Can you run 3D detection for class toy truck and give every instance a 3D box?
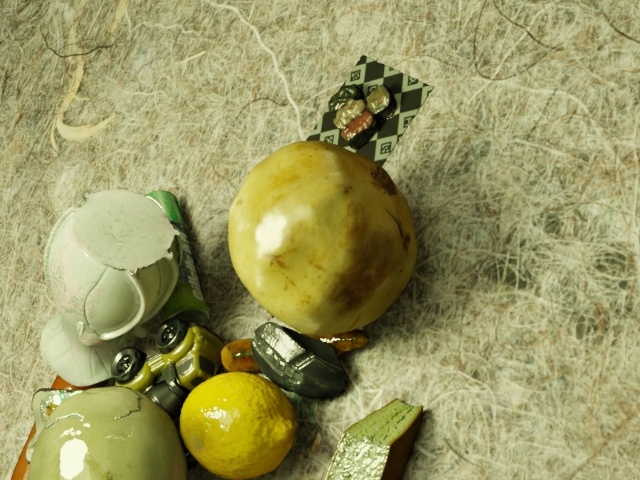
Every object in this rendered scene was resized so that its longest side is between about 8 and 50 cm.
[{"bbox_3d":[-0.282,0.266,1.917,0.224,0.147,0.165,-36,42,15],"label":"toy truck"}]

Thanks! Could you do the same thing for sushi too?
[{"bbox_3d":[0.074,-0.248,1.975,0.219,0.047,0.231,34,91,44],"label":"sushi"}]

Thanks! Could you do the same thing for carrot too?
[{"bbox_3d":[-0.044,0.196,1.837,0.314,0.066,0.066,-12,61,30],"label":"carrot"}]

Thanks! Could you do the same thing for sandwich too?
[{"bbox_3d":[0.079,0.371,1.625,0.094,0.096,0.258,16,81,37],"label":"sandwich"}]

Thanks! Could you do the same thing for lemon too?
[{"bbox_3d":[-0.145,0.321,1.763,0.256,0.188,0.188,-4,65,45],"label":"lemon"}]

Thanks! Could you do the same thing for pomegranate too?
[{"bbox_3d":[0.000,0.000,1.727,0.332,0.332,0.333,-18,58,31],"label":"pomegranate"}]

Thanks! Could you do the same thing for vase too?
[{"bbox_3d":[-0.424,0.102,1.964,0.445,0.249,0.250,119,147,-48],"label":"vase"}]

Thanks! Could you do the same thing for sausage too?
[{"bbox_3d":[-0.556,0.397,2.117,0.097,0.094,0.349,9,74,42],"label":"sausage"}]

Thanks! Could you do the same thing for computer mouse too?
[{"bbox_3d":[-0.044,0.217,1.770,0.192,0.062,0.106,28,118,14],"label":"computer mouse"}]

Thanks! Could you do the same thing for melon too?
[{"bbox_3d":[-0.362,0.405,1.743,0.268,0.268,0.330,-25,56,27],"label":"melon"}]

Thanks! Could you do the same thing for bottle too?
[{"bbox_3d":[-0.309,0.040,2.103,0.093,0.093,0.330,-36,50,19],"label":"bottle"}]

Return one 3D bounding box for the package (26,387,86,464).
[{"bbox_3d":[-0.484,0.380,2.040,0.231,0.040,0.166,5,70,8],"label":"package"}]

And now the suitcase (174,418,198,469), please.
[{"bbox_3d":[-0.277,0.401,1.914,0.126,0.059,0.086,-40,50,15],"label":"suitcase"}]
